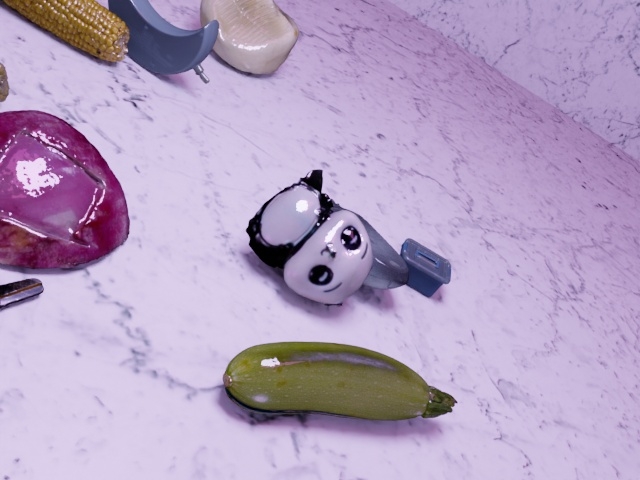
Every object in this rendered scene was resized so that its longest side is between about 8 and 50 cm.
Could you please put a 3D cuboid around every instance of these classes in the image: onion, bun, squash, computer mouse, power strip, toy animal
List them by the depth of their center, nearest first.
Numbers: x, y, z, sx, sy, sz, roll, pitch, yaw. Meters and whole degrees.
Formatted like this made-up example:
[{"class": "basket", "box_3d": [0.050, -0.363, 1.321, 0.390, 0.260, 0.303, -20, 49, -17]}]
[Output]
[{"class": "onion", "box_3d": [-0.353, -0.083, 0.833, 0.247, 0.111, 0.250, 42, 31, 17]}, {"class": "squash", "box_3d": [0.035, 0.178, 0.847, 0.340, 0.094, 0.094, 12, 37, -27]}, {"class": "toy animal", "box_3d": [0.000, 0.000, 0.991, 0.179, 0.166, 0.138, 44, -4, 17]}, {"class": "computer mouse", "box_3d": [0.057, 0.014, 1.109, 0.113, 0.068, 0.229, 11, 28, -44]}, {"class": "power strip", "box_3d": [-0.295, -0.395, 1.253, 0.253, 0.167, 0.054, 40, 38, 3]}, {"class": "bun", "box_3d": [-0.166, -0.475, 1.518, 0.229, 0.145, 0.230, 6, 71, -19]}]

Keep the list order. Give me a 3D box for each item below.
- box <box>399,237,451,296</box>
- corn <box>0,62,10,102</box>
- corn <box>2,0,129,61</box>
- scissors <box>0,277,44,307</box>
[{"class": "box", "box_3d": [0.176, 0.051, 1.178, 0.099, 0.054, 0.074, 31, 33, -5]}, {"class": "corn", "box_3d": [-0.564, -0.225, 0.854, 0.319, 0.097, 0.097, -4, 47, -48]}, {"class": "corn", "box_3d": [-0.472, -0.422, 1.194, 0.293, 0.106, 0.106, 31, 31, -3]}, {"class": "scissors", "box_3d": [-0.408, 0.079, 0.636, 0.160, 0.024, 0.317, 44, 33, 18]}]
